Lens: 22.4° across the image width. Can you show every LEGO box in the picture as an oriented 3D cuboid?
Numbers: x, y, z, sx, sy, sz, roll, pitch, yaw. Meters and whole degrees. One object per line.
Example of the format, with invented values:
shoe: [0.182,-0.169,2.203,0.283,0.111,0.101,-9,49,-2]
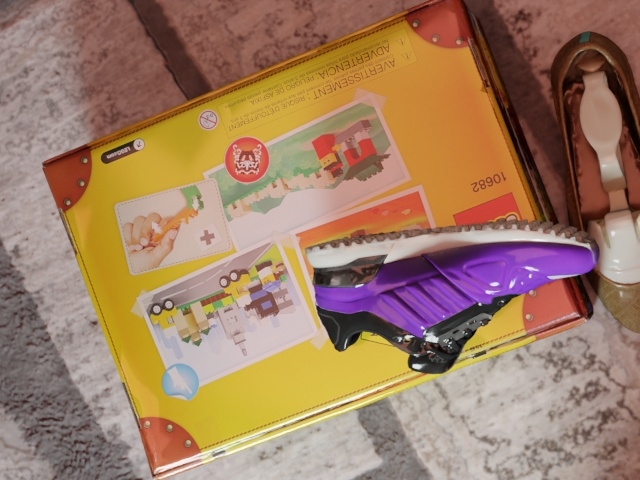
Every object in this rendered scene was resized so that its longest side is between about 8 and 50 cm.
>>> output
LEGO box: [0.000,0.000,1.786,0.500,0.193,0.372,-21,86,10]

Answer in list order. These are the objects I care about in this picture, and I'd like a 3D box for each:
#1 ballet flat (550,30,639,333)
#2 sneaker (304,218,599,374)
ballet flat: [0.320,-0.063,1.757,0.116,0.124,0.342,-10,87,12]
sneaker: [0.135,0.059,1.615,0.293,0.102,0.146,-5,92,16]
